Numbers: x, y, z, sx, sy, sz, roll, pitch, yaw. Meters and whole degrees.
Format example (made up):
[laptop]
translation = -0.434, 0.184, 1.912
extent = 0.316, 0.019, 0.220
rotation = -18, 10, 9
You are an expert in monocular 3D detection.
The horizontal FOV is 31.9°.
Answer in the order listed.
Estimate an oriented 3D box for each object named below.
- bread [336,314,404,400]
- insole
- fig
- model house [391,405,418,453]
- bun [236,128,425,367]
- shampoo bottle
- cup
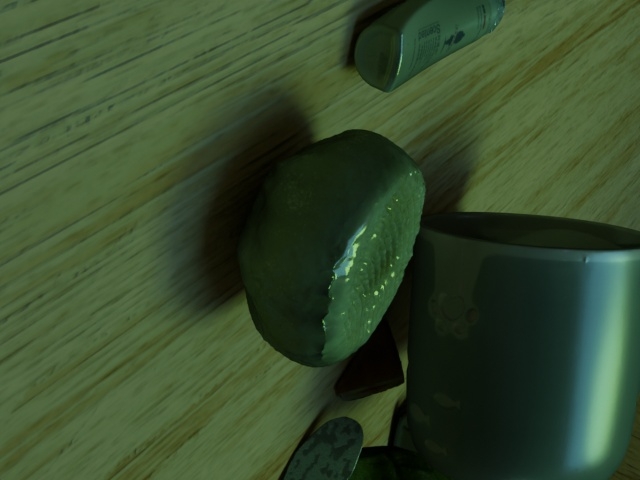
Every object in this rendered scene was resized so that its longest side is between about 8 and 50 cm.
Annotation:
[bread]
translation = 0.068, 0.141, 1.257
extent = 0.109, 0.062, 0.043
rotation = -60, 161, -16
[insole]
translation = -0.018, 0.274, 1.213
extent = 0.193, 0.065, 0.006
rotation = -56, -173, -13
[fig]
translation = 0.063, 0.312, 1.289
extent = 0.203, 0.203, 0.235
rotation = -54, 134, -24
[model house]
translation = 0.241, 0.255, 1.610
extent = 0.278, 0.205, 0.218
rotation = -51, 156, -46
[bun]
translation = 0.000, 0.000, 0.881
extent = 0.195, 0.118, 0.195
rotation = -55, 162, -29
[shampoo bottle]
translation = 0.100, -0.186, 0.988
extent = 0.212, 0.049, 0.072
rotation = -35, 140, -50
[cup]
translation = 0.211, 0.112, 1.274
extent = 0.357, 0.259, 0.274
rotation = -144, -123, -75
